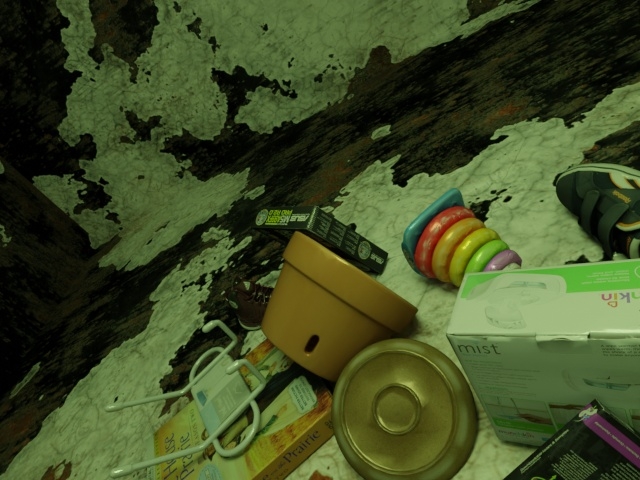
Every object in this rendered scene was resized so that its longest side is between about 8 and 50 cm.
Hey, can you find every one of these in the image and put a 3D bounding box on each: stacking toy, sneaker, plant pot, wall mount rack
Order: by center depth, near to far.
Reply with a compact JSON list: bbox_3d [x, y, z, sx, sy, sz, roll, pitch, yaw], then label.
[{"bbox_3d":[0.124,0.271,0.689,0.237,0.032,0.236,-10,61,18],"label":"plant pot"},{"bbox_3d":[0.512,-0.037,0.720,0.128,0.126,0.321,-35,31,-8],"label":"sneaker"},{"bbox_3d":[0.314,0.049,0.815,0.166,0.175,0.302,-42,44,-7],"label":"stacking toy"},{"bbox_3d":[0.017,0.141,0.866,0.203,0.291,0.291,-57,32,-1],"label":"plant pot"},{"bbox_3d":[-0.280,0.331,0.904,0.304,0.130,0.350,-43,29,-12],"label":"wall mount rack"},{"bbox_3d":[-0.140,0.149,1.098,0.282,0.162,0.106,-17,36,31],"label":"sneaker"}]

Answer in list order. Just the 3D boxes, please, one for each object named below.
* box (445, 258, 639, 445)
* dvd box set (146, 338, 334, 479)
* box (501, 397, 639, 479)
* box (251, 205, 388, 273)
[{"bbox_3d":[0.328,0.152,0.536,0.262,0.231,0.126,-10,31,39],"label":"box"},{"bbox_3d":[-0.172,0.394,0.896,0.421,0.062,0.308,-39,30,-5],"label":"dvd box set"},{"bbox_3d":[0.299,0.273,0.483,0.162,0.116,0.029,-52,-5,14],"label":"box"},{"bbox_3d":[0.000,0.000,1.053,0.216,0.270,0.060,5,70,48],"label":"box"}]
